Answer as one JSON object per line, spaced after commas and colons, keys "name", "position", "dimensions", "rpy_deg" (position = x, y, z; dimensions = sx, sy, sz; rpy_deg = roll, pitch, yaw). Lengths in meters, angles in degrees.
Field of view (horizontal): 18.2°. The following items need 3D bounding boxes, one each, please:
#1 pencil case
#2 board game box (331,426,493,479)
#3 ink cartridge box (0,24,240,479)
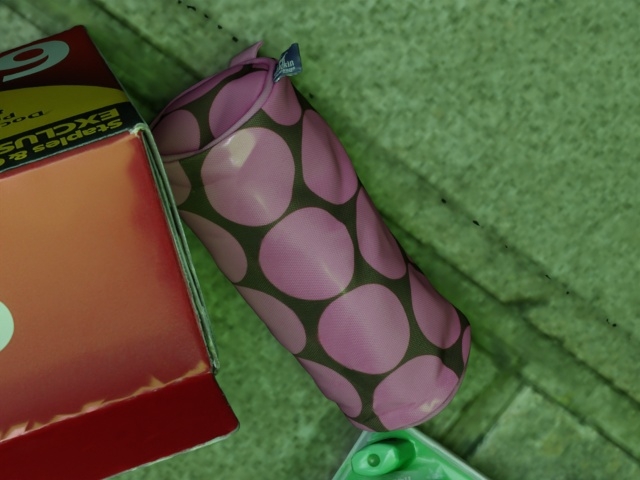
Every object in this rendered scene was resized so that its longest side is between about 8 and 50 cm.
{"name": "pencil case", "position": [0.000, 0.000, 1.049], "dimensions": [0.095, 0.098, 0.209], "rpy_deg": [-20, 118, 27]}
{"name": "board game box", "position": [0.084, 0.362, 1.095], "dimensions": [0.390, 0.050, 0.390], "rpy_deg": [34, 98, 13]}
{"name": "ink cartridge box", "position": [-0.215, 0.033, 0.902], "dimensions": [0.309, 0.272, 0.130], "rpy_deg": [-19, 112, -8]}
